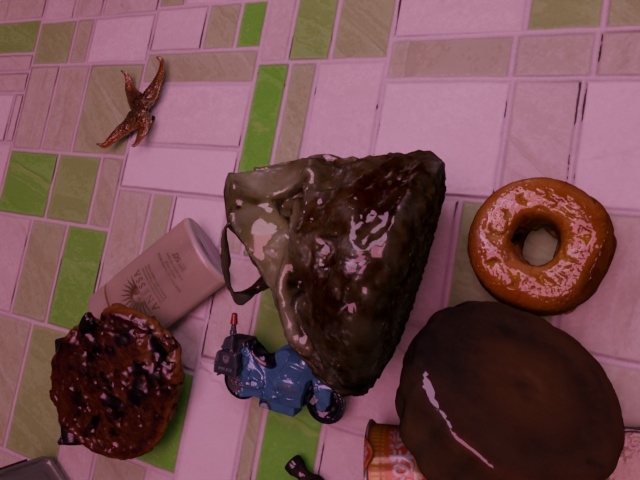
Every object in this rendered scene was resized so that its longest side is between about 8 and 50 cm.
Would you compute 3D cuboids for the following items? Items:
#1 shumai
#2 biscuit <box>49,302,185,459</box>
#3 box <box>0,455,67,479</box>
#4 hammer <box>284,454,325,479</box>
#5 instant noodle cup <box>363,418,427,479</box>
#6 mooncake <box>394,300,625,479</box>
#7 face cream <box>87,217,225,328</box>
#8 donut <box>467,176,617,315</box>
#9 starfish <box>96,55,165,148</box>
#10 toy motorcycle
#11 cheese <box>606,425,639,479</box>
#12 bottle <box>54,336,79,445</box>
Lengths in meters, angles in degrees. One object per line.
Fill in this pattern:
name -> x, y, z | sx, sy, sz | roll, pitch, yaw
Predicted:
shumai -> 0.000, 0.000, 0.799 | 0.349, 0.395, 0.394 | 23, 91, 14
biscuit -> -0.423, 0.292, 1.056 | 0.290, 0.081, 0.333 | 30, 101, 9
box -> -0.634, 0.643, 1.082 | 0.294, 0.193, 0.167 | 41, 107, 23
hammer -> -0.124, 0.616, 0.939 | 0.168, 0.044, 0.439 | 43, 99, 25
instant noodle cup -> 0.174, 0.365, 0.798 | 0.185, 0.168, 0.168 | -7, 78, 14
mooncake -> 0.246, 0.232, 0.711 | 0.290, 0.290, 0.161 | 37, 138, 24
face cream -> -0.374, 0.115, 1.110 | 0.349, 0.081, 0.173 | -36, 76, 14
donut -> 0.347, 0.008, 0.800 | 0.227, 0.114, 0.226 | -4, 80, 25
starfish -> -0.457, -0.337, 1.247 | 0.138, 0.050, 0.247 | 10, 78, 25
toy motorcycle -> -0.076, 0.231, 0.943 | 0.273, 0.124, 0.181 | 7, 94, 24
cheese -> 0.453, 0.368, 0.732 | 0.097, 0.037, 0.191 | -5, 78, 24
bottle -> -0.566, 0.345, 1.162 | 0.072, 0.082, 0.244 | 142, 122, -62
